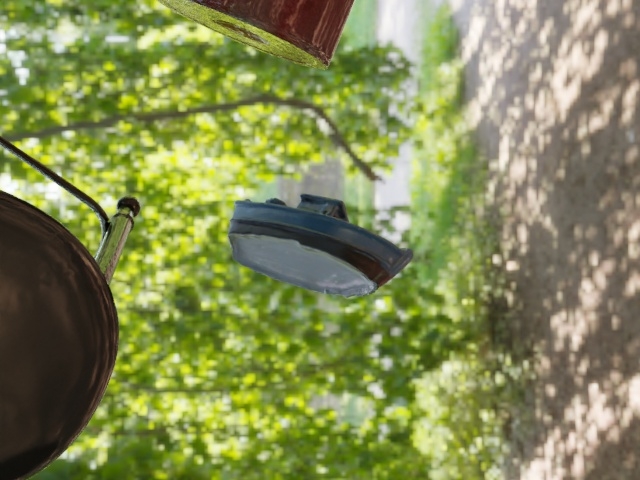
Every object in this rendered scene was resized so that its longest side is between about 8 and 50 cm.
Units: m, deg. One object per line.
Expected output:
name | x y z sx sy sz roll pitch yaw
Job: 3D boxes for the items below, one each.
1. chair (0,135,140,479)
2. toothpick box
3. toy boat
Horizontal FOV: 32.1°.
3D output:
chair | -0.395 0.046 1.148 0.362 0.364 0.410 -54 24 -1
toothpick box | -0.022 -0.369 1.150 0.204 0.204 0.333 -117 50 -87
toy boat | 0.000 0.000 1.251 0.097 0.223 0.100 -56 -33 -35
